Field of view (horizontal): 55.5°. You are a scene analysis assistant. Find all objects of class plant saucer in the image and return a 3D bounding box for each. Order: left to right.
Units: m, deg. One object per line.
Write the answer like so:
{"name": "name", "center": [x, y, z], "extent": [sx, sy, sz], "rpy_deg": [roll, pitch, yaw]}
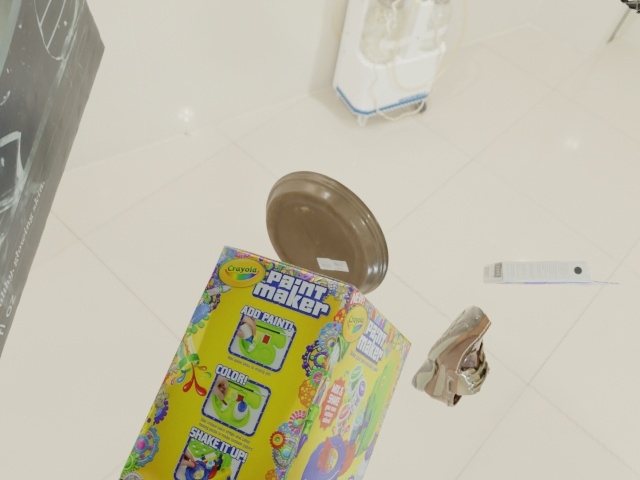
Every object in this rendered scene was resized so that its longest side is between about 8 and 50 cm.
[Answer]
{"name": "plant saucer", "center": [0.000, 0.000, 1.145], "extent": [0.278, 0.277, 0.041], "rpy_deg": [34, 49, 15]}

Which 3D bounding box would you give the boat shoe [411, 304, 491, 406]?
{"name": "boat shoe", "center": [0.274, 0.232, 1.175], "extent": [0.116, 0.324, 0.123], "rpy_deg": [38, 64, 17]}

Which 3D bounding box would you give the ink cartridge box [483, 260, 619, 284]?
{"name": "ink cartridge box", "center": [0.439, 0.066, 1.188], "extent": [0.209, 0.206, 0.045], "rpy_deg": [2, 85, 6]}

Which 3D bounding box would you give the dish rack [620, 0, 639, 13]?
{"name": "dish rack", "center": [0.510, -0.453, 0.839], "extent": [0.074, 0.271, 0.208], "rpy_deg": [-15, 25, -15]}

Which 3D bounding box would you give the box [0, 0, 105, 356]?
{"name": "box", "center": [-0.387, -0.082, 0.382], "extent": [0.298, 0.472, 0.479], "rpy_deg": [13, 75, -3]}

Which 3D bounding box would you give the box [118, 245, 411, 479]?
{"name": "box", "center": [-0.042, 0.198, 0.757], "extent": [0.177, 0.290, 0.279], "rpy_deg": [16, 76, 26]}
